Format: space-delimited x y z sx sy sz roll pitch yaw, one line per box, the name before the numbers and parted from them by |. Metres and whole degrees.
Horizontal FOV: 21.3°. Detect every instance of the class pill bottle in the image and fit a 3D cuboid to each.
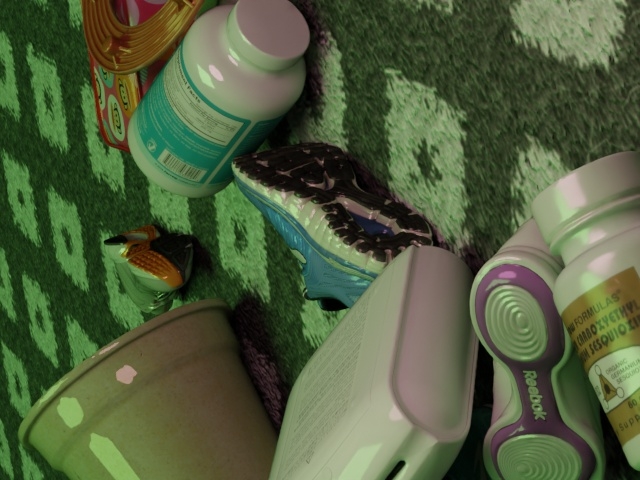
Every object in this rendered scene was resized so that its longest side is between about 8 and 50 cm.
pill bottle | 0.257 0.053 1.332 0.229 0.131 0.131 67 155 17
pill bottle | -0.110 -0.171 1.945 0.264 0.146 0.146 -47 61 48

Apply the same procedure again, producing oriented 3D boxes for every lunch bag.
lunch bag | -0.240 -0.263 2.246 0.258 0.120 0.293 -159 59 -65

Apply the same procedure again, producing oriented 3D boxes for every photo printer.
photo printer | 0.047 0.176 1.623 0.256 0.107 0.307 -52 12 29

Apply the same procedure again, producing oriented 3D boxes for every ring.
ring | -0.198 -0.357 1.991 0.337 0.032 0.336 -28 53 45

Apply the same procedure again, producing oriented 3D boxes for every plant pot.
plant pot | -0.179 0.297 2.247 0.305 0.334 0.334 55 151 15

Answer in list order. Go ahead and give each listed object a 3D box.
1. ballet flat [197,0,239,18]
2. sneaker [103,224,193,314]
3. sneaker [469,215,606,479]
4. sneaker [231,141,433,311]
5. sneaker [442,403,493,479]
ballet flat | -0.106 -0.265 2.009 0.086 0.086 0.248 57 152 34
sneaker | -0.231 0.055 2.455 0.262 0.099 0.121 -155 46 -69
sneaker | 0.211 0.111 1.506 0.114 0.152 0.305 9 127 22
sneaker | 0.000 0.000 1.861 0.330 0.130 0.147 44 139 49
sneaker | 0.105 0.281 1.666 0.107 0.110 0.275 47 114 44
